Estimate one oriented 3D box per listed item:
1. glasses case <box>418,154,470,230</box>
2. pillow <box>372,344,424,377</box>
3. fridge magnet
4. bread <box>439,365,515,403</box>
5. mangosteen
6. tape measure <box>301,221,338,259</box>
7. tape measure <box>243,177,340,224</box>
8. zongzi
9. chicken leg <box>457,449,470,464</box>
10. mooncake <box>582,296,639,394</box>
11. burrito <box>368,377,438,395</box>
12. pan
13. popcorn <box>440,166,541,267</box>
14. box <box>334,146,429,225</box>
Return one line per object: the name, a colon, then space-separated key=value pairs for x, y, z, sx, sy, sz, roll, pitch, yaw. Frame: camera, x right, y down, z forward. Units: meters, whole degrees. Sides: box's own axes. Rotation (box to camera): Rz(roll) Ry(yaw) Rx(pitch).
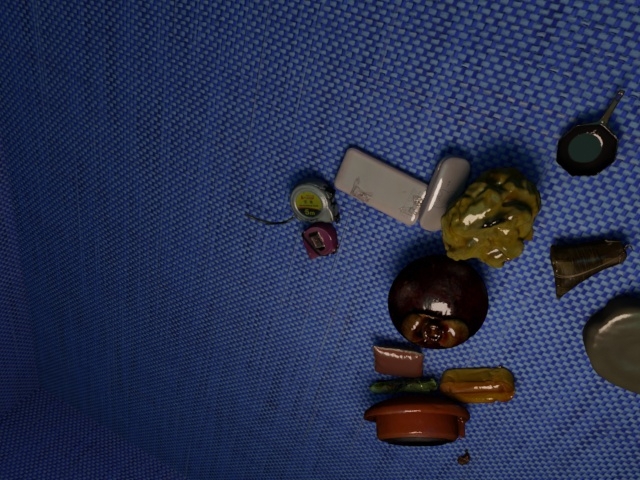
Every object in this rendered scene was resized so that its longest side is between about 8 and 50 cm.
glasses case: x=0.351 y=-0.132 z=1.237 sx=0.092 sy=0.059 sz=0.233 roll=8 pitch=121 yaw=-15
pillow: x=0.277 y=0.424 z=1.540 sx=0.179 sy=0.075 sz=0.171 roll=3 pitch=136 yaw=14
fridge magnet: x=0.330 y=0.620 z=1.496 sx=0.363 sy=0.155 sz=0.364 roll=1 pitch=151 yaw=1
bread: x=0.524 y=0.493 z=1.461 sx=0.245 sy=0.094 sz=0.102 roll=-11 pitch=114 yaw=28
mangosteen: x=0.350 y=0.193 z=1.276 sx=0.297 sy=0.293 sz=0.297 roll=-12 pitch=131 yaw=-14
tape measure: x=0.000 y=0.000 z=1.468 sx=0.118 sy=0.074 sz=0.125 roll=-20 pitch=107 yaw=30
tape measure: x=-0.101 y=-0.129 z=1.443 sx=0.330 sy=0.084 sz=0.164 roll=4 pitch=113 yaw=22
zongzi: x=0.733 y=0.082 z=1.176 sx=0.187 sy=0.084 sz=0.184 roll=-10 pitch=124 yaw=24
chicken leg: x=0.552 y=0.832 z=1.655 sx=0.036 sy=0.021 sz=0.083 roll=34 pitch=123 yaw=17
mooncake: x=0.864 y=0.281 z=1.175 sx=0.274 sy=0.135 sz=0.275 roll=11 pitch=116 yaw=23
burrito: x=0.283 y=0.532 z=1.565 sx=0.288 sy=0.104 sz=0.054 roll=-18 pitch=76 yaw=40
pan: x=0.675 y=-0.249 z=1.049 sx=0.128 sy=0.048 sz=0.202 roll=43 pitch=126 yaw=-1
popcorn: x=0.450 y=-0.056 z=1.157 sx=0.252 sy=0.215 sz=0.286 roll=24 pitch=130 yaw=-26
box: x=0.186 y=-0.164 z=1.321 sx=0.285 sy=0.044 sz=0.142 roll=29 pitch=121 yaw=10
